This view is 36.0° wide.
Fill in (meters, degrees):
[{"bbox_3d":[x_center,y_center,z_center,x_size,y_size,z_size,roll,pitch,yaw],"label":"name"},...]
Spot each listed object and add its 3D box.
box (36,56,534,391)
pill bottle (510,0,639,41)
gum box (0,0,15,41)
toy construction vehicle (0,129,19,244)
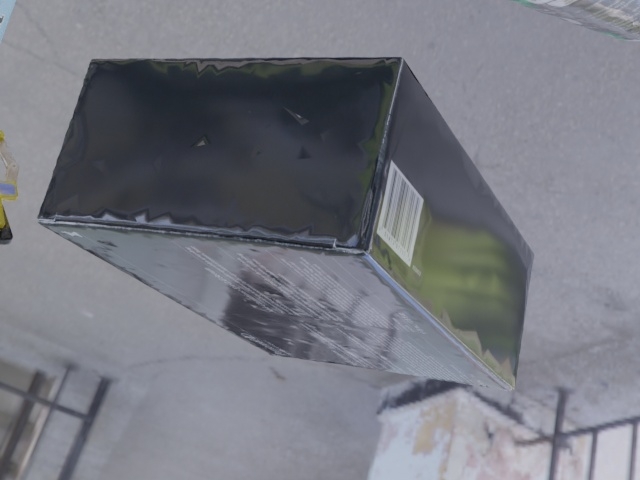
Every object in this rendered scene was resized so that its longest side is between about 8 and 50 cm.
[{"bbox_3d":[0.000,0.000,0.570,0.184,0.103,0.261,3,161,26],"label":"box"},{"bbox_3d":[0.346,-0.350,1.159,0.361,0.204,0.204,5,159,-40],"label":"pill bottle"},{"bbox_3d":[-0.302,-0.155,0.667,0.184,0.157,0.041,16,175,19],"label":"gum box"},{"bbox_3d":[-0.221,-0.013,0.652,0.035,0.098,0.086,0,151,-27],"label":"toy construction vehicle"}]
